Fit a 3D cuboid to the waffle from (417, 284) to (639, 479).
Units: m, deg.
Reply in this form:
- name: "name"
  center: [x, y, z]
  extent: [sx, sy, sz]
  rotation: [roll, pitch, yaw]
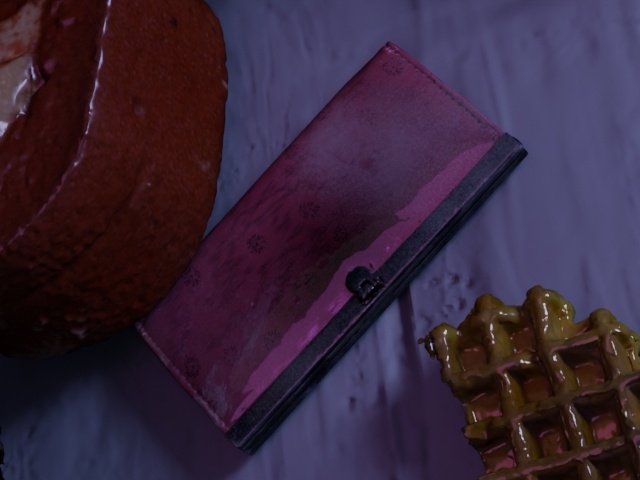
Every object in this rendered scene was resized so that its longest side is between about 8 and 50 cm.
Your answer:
- name: "waffle"
  center: [0.116, 0.112, 0.799]
  extent: [0.192, 0.046, 0.160]
  rotation: [36, 89, 33]

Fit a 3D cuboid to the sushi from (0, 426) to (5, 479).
- name: "sushi"
  center: [-0.254, 0.099, 0.909]
  extent: [0.320, 0.069, 0.339]
  rotation: [23, 128, 33]

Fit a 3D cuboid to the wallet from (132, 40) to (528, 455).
- name: "wallet"
  center: [0.000, 0.000, 0.913]
  extent: [0.232, 0.025, 0.119]
  rotation: [-48, 57, 3]

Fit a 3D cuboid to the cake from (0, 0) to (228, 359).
- name: "cake"
  center: [-0.164, -0.077, 0.946]
  extent: [0.177, 0.151, 0.283]
  rotation: [-17, 55, 26]
